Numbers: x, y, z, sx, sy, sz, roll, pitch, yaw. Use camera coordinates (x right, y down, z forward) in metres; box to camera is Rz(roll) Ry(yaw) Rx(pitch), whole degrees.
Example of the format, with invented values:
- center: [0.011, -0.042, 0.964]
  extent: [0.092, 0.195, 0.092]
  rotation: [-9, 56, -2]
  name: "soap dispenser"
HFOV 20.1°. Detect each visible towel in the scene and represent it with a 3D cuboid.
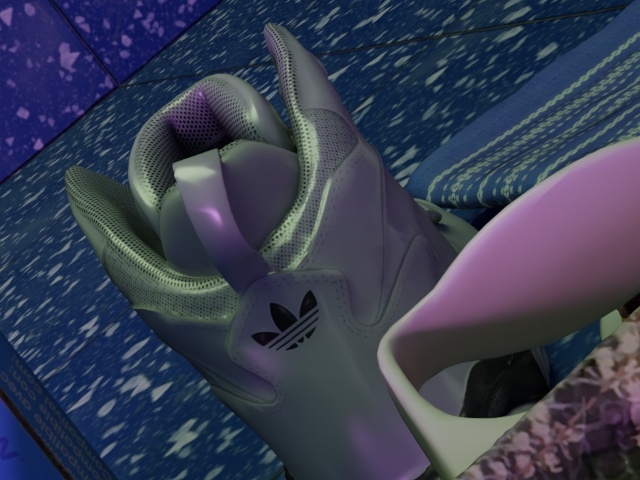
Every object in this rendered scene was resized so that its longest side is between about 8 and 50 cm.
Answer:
- center: [0.189, -0.097, 0.941]
  extent: [0.243, 0.040, 0.336]
  rotation: [-36, 9, -15]
  name: "towel"

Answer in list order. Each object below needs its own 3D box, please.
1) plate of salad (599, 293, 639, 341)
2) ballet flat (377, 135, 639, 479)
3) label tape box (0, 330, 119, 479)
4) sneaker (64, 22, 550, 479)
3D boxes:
- center: [0.198, -0.018, 0.765]
  extent: [0.200, 0.048, 0.200]
  rotation: [-34, 16, 11]
  name: "plate of salad"
- center: [0.068, 0.087, 0.504]
  extent: [0.483, 0.164, 0.182]
  rotation: [-41, 52, -22]
  name: "ballet flat"
- center: [-0.149, 0.133, 0.743]
  extent: [0.334, 0.240, 0.106]
  rotation: [-22, 20, 41]
  name: "label tape box"
- center: [0.000, 0.000, 0.846]
  extent: [0.137, 0.210, 0.366]
  rotation: [-35, 15, 8]
  name: "sneaker"
